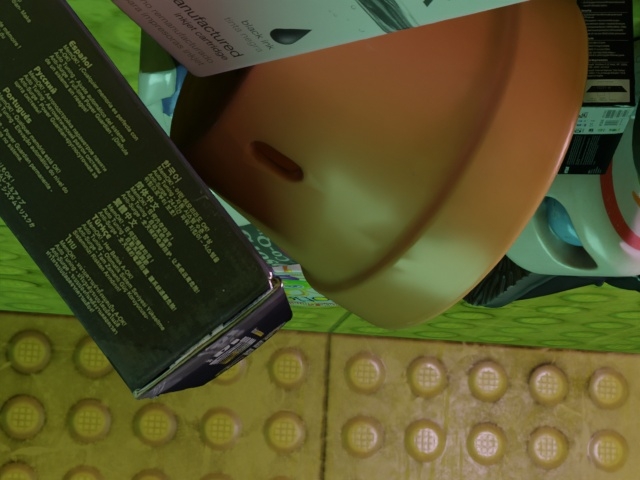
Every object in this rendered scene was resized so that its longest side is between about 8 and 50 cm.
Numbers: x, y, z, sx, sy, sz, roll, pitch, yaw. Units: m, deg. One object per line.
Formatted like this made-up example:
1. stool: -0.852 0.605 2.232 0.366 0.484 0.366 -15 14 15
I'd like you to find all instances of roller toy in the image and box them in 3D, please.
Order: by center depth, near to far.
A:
1. roller toy: 0.260 -0.062 1.102 0.209 0.191 0.146 3 178 -41

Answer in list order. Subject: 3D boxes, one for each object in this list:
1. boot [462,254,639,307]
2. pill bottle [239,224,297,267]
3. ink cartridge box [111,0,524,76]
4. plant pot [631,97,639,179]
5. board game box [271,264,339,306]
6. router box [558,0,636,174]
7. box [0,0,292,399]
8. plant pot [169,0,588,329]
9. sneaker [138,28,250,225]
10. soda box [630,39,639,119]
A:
1. boot: 0.454 0.038 1.609 0.445 0.146 0.367 8 169 -17
2. pill bottle: -0.053 -0.049 1.331 0.278 0.162 0.162 -8 163 41
3. ink cartridge box: -0.011 -0.206 0.619 0.273 0.114 0.197 -7 148 36
4. plant pot: 0.381 -0.076 0.869 0.235 0.293 0.293 22 162 -16
5. board game box: 0.000 0.000 1.582 0.142 0.144 0.275 0 168 9
6. router box: 0.215 -0.139 0.925 0.046 0.133 0.179 1 167 7
7. box: -0.170 -0.089 0.678 0.097 0.395 0.318 -38 175 -3
8. plant pot: 0.024 -0.107 0.860 0.204 0.290 0.291 27 159 -21
9. sneaker: -0.060 -0.111 1.081 0.182 0.127 0.315 -4 151 3
10. soda box: 0.378 -0.130 1.063 0.216 0.073 0.069 11 165 -32
